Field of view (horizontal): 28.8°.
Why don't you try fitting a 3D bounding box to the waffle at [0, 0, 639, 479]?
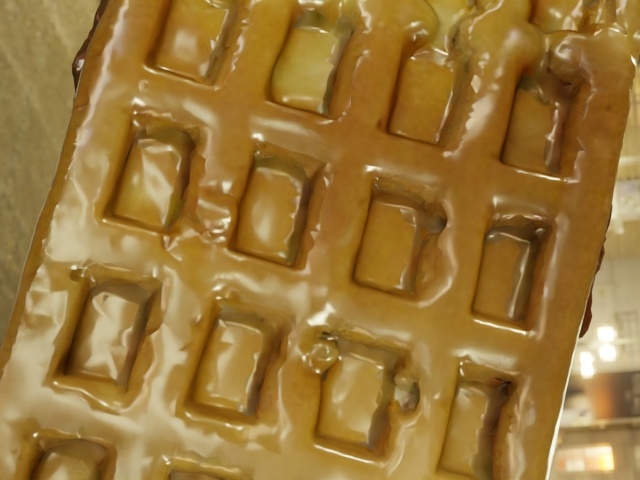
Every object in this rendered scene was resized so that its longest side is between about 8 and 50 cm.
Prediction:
[{"bbox_3d":[0.000,0.000,0.494,0.098,0.224,0.328,143,-37,-80],"label":"waffle"}]
